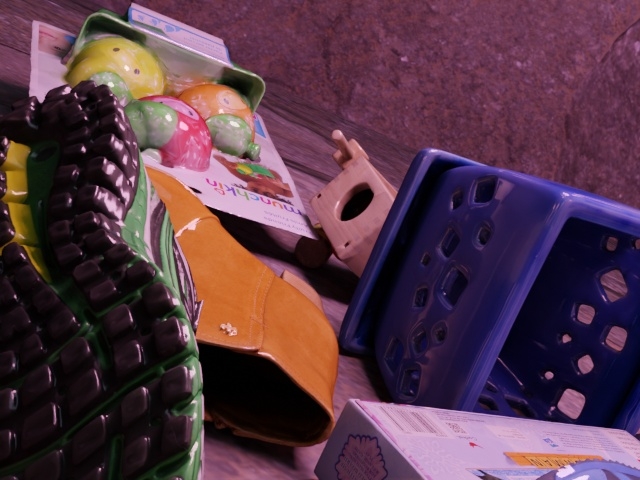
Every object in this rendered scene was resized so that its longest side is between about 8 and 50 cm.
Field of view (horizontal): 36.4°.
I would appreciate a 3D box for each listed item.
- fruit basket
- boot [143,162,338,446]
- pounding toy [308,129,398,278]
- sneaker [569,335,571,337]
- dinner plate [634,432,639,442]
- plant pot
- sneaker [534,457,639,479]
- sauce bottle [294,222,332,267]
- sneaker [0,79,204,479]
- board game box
[{"bbox_3d":[-0.174,-0.144,1.125,0.327,0.165,0.353,19,19,-24],"label":"fruit basket"},{"bbox_3d":[-0.115,0.032,0.706,0.295,0.104,0.211,28,14,-7],"label":"boot"},{"bbox_3d":[0.039,-0.034,1.085,0.181,0.094,0.206,44,10,-33],"label":"pounding toy"},{"bbox_3d":[0.231,0.075,1.141,0.321,0.125,0.180,38,29,-53],"label":"sneaker"},{"bbox_3d":[0.315,0.222,0.822,0.141,0.017,0.141,51,-5,6],"label":"dinner plate"},{"bbox_3d":[0.169,0.052,0.871,0.236,0.236,0.212,15,12,-37],"label":"plant pot"},{"bbox_3d":[0.172,0.167,0.508,0.209,0.069,0.082,13,22,-37],"label":"sneaker"},{"bbox_3d":[0.000,0.000,1.136,0.042,0.042,0.128,26,16,2],"label":"sauce bottle"},{"bbox_3d":[-0.106,0.061,0.505,0.343,0.134,0.146,-103,169,-47],"label":"sneaker"},{"bbox_3d":[0.204,0.227,0.618,0.319,0.066,0.318,14,18,-37],"label":"board game box"}]
